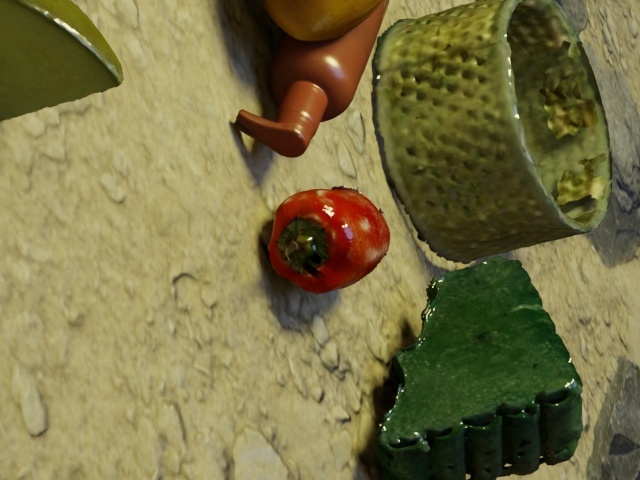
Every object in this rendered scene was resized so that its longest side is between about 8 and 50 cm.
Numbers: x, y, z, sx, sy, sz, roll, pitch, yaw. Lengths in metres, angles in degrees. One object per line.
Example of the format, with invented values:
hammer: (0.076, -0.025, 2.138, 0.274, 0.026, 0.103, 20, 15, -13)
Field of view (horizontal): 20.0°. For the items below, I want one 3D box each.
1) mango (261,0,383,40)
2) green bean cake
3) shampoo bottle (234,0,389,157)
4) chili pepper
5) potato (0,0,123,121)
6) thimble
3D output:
mango: (0.030, -0.329, 1.603, 0.199, 0.201, 0.350, 67, 37, -53)
green bean cake: (0.127, 0.127, 1.668, 0.208, 0.193, 0.107, -109, -177, -46)
shampoo bottle: (-0.002, -0.162, 1.613, 0.085, 0.085, 0.244, 59, 34, -30)
chili pepper: (0.000, 0.000, 1.535, 0.192, 0.086, 0.084, -24, 127, -71)
potato: (-0.204, -0.158, 1.194, 0.149, 0.120, 0.081, 52, 37, -39)
thimble: (0.181, -0.118, 1.852, 0.271, 0.150, 0.270, 34, 49, -51)
